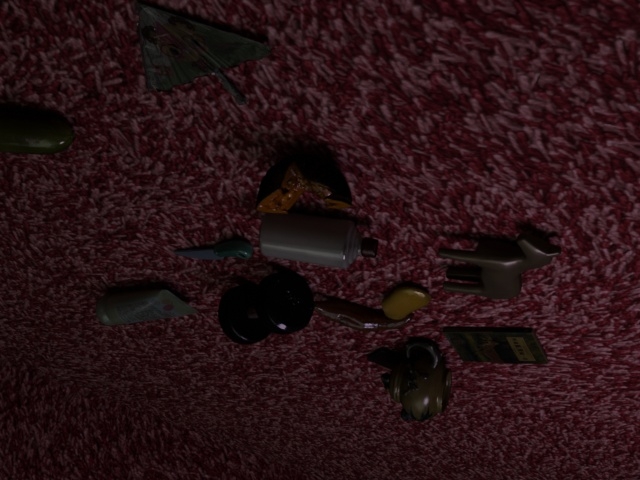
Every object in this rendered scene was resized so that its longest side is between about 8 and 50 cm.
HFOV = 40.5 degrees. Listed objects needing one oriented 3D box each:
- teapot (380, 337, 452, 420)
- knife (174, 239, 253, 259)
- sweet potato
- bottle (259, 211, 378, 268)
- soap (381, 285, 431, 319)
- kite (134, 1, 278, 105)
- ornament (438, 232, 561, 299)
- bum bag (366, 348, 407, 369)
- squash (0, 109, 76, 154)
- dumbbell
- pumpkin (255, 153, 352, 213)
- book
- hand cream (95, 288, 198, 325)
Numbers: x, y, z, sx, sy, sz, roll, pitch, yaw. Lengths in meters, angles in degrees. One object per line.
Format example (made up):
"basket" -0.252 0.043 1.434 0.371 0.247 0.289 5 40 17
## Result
"teapot" 0.250 0.375 2.318 0.183 0.173 0.269 8 119 20
"knife" -0.255 0.029 2.091 0.260 0.034 0.063 -5 153 44
"sweet potato" 0.103 0.191 2.172 0.256 0.058 0.078 10 131 2
"bottle" 0.000 0.000 1.823 0.245 0.104 0.104 8 151 14
"soap" 0.197 0.146 2.063 0.089 0.033 0.168 26 150 -16
"kite" -0.214 -0.312 1.462 0.323 0.013 0.268 -9 142 42
"ornament" 0.365 0.047 1.770 0.245 0.061 0.230 7 149 19
"bum bag" 0.216 0.349 2.431 0.160 0.026 0.109 23 152 -13
"squash" -0.659 -0.224 1.764 0.341 0.094 0.094 9 151 14
"dumbbell" -0.137 0.168 2.146 0.153 0.152 0.218 32 148 -28
"pumpkin" -0.031 -0.108 1.637 0.184 0.107 0.119 -1 168 14
"book" 0.437 0.261 2.164 0.228 0.024 0.160 -2 145 30
"hand cream" -0.499 0.185 2.425 0.306 0.093 0.147 -7 147 32
